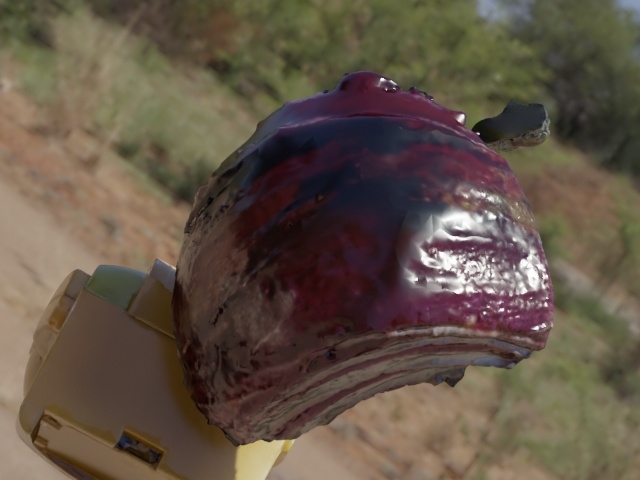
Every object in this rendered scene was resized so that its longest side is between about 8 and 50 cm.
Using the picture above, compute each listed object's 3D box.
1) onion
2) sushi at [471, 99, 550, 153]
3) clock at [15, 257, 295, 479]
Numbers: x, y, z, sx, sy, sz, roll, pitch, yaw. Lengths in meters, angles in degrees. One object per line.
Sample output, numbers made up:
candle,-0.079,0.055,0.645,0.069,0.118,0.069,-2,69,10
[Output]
onion,0.000,0.000,1.364,0.280,0.314,0.146,70,12,19
sushi,0.194,-0.113,1.790,0.046,0.083,0.044,62,15,-64
clock,-0.160,0.150,1.580,0.244,0.200,0.317,32,-20,-7
